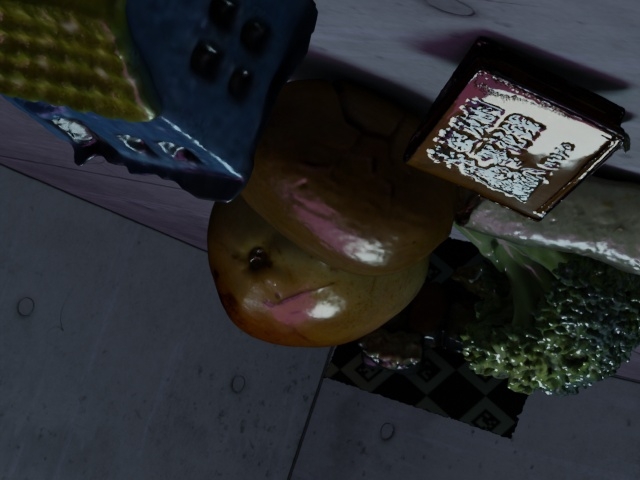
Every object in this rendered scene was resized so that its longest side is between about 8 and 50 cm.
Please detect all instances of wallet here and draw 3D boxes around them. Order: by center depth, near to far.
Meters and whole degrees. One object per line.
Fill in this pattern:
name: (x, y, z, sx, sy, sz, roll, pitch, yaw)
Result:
wallet: (0.177, -0.094, 1.559, 0.161, 0.042, 0.195, 26, 146, -8)

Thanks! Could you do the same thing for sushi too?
sushi: (0.184, 0.104, 2.319, 0.292, 0.294, 0.059, 16, 148, 13)

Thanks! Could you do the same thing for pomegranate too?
pomegranate: (0.000, 0.000, 2.227, 0.319, 0.319, 0.319, 18, 173, 2)

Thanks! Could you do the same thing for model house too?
model house: (-0.182, -0.197, 1.411, 0.237, 0.215, 0.303, 15, 167, 31)

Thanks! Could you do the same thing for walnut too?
walnut: (0.019, -0.079, 1.846, 0.298, 0.203, 0.203, 24, 172, -18)

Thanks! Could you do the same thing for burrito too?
burrito: (0.286, -0.031, 1.898, 0.299, 0.105, 0.143, 15, 176, 16)

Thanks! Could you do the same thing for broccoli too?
broccoli: (0.287, 0.075, 2.130, 0.302, 0.249, 0.375, 16, 179, -7)

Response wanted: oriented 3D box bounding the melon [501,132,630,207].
melon: (0.208, -0.096, 1.652, 0.139, 0.093, 0.202, 30, 162, -25)
